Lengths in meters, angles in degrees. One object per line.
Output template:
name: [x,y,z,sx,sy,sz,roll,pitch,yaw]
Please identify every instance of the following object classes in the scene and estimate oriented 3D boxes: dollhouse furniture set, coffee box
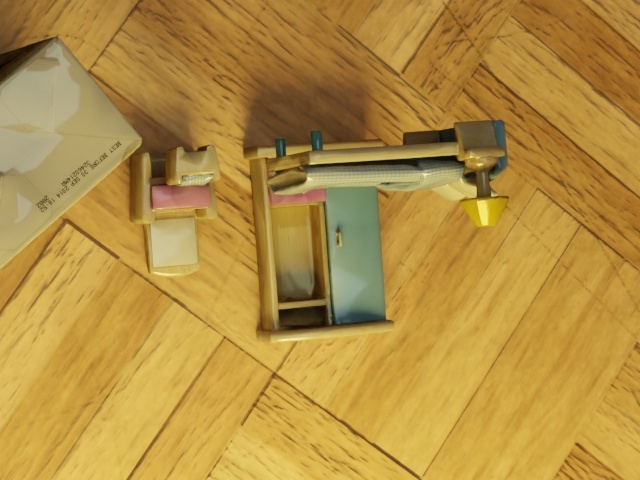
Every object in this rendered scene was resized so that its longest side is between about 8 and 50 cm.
dollhouse furniture set: [0.000,0.000,1.607,0.286,0.303,0.198,-5,90,-21]
coffee box: [-0.293,-0.074,1.499,0.168,0.297,0.119,-43,107,-17]
